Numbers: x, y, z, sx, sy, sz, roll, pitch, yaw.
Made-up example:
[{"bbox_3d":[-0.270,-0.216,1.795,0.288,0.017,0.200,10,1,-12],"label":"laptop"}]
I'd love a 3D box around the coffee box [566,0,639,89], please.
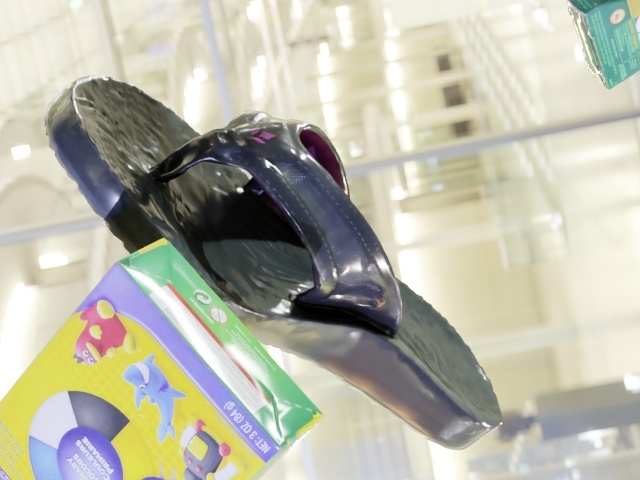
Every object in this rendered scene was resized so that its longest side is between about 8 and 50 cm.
[{"bbox_3d":[0.316,-0.227,1.338,0.040,0.184,0.113,56,180,39],"label":"coffee box"}]

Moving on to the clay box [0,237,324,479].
[{"bbox_3d":[-0.114,0.119,0.799,0.127,0.222,0.053,47,-150,8],"label":"clay box"}]

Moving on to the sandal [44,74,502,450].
[{"bbox_3d":[0.000,-0.001,0.955,0.445,0.107,0.168,34,-157,-46],"label":"sandal"}]
